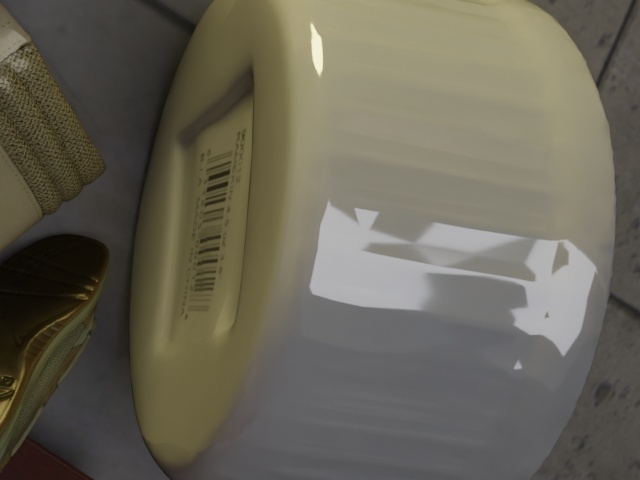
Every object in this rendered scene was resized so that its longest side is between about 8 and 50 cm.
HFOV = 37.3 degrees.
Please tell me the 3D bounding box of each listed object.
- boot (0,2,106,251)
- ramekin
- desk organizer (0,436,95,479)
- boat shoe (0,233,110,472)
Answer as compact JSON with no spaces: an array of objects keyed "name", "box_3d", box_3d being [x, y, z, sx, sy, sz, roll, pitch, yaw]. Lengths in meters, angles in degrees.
[{"name":"boot","box_3d":[-0.239,-0.062,0.414,0.203,0.095,0.262,-47,119,-16]},{"name":"ramekin","box_3d":[0.000,0.000,0.470,0.135,0.277,0.277,10,93,-23]},{"name":"desk organizer","box_3d":[-0.180,0.119,0.508,0.130,0.047,0.050,44,73,-28]},{"name":"boat shoe","box_3d":[-0.152,0.058,0.489,0.056,0.153,0.048,12,134,2]}]
